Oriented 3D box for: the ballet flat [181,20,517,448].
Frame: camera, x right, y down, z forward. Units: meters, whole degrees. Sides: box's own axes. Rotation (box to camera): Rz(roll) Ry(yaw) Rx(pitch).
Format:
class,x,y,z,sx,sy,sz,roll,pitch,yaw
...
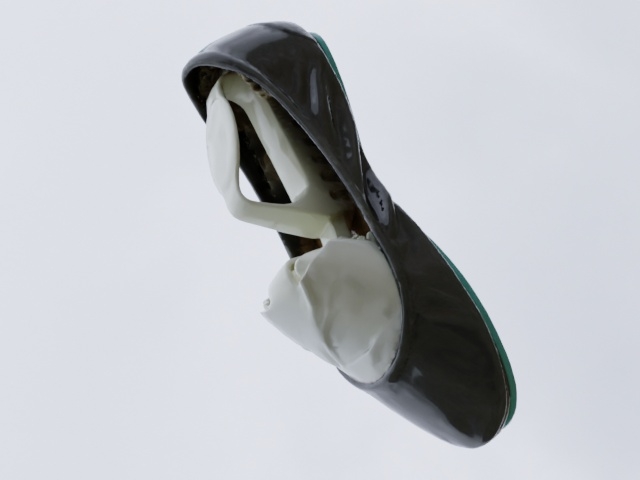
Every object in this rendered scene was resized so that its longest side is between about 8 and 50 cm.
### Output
class,x,y,z,sx,sy,sz,roll,pitch,yaw
ballet flat,0.000,0.000,0.988,0.096,0.280,0.095,-9,-34,-35
